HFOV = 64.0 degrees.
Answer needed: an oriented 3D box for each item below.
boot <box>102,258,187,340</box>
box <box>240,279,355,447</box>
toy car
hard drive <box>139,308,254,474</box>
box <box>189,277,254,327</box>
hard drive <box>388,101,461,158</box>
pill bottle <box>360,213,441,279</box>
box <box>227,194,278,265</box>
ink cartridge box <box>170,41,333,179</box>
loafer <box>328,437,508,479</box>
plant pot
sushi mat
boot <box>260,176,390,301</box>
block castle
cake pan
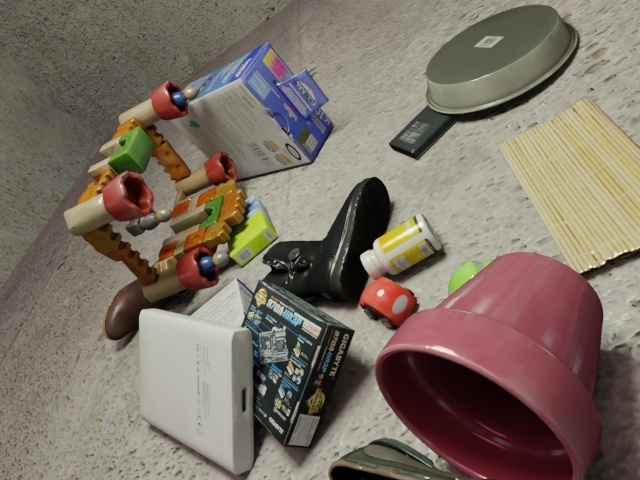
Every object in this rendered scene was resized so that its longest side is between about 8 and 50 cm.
[{"bbox_3d":[-0.392,0.126,1.205,0.206,0.090,0.248,-9,42,45],"label":"boot"},{"bbox_3d":[-0.058,0.173,0.767,0.220,0.051,0.175,20,90,55],"label":"box"},{"bbox_3d":[0.156,0.087,0.685,0.225,0.053,0.239,-34,33,15],"label":"toy car"},{"bbox_3d":[-0.213,0.228,0.836,0.307,0.040,0.203,0,91,48],"label":"hard drive"},{"bbox_3d":[-0.169,0.161,0.937,0.126,0.072,0.137,-39,33,8],"label":"box"},{"bbox_3d":[0.209,-0.224,1.017,0.135,0.022,0.094,-45,32,-2],"label":"hard drive"},{"bbox_3d":[0.123,0.013,0.795,0.116,0.065,0.065,-32,34,16],"label":"pill bottle"},{"bbox_3d":[-0.167,-0.027,1.182,0.109,0.042,0.178,-39,32,6],"label":"box"},{"bbox_3d":[-0.162,-0.312,1.295,0.395,0.270,0.151,-4,50,45],"label":"ink cartridge box"},{"bbox_3d":[0.113,0.262,0.477,0.267,0.084,0.096,0,83,52],"label":"loafer"},{"bbox_3d":[0.184,0.116,0.511,0.201,0.201,0.180,1,37,48],"label":"plant pot"},{"bbox_3d":[0.359,-0.088,0.699,0.151,0.019,0.317,-30,34,21],"label":"sushi mat"},{"bbox_3d":[0.000,0.000,0.917,0.207,0.094,0.247,-4,55,40],"label":"boot"},{"bbox_3d":[-0.317,-0.117,1.121,0.212,0.303,0.453,-22,38,17],"label":"block castle"},{"bbox_3d":[0.330,-0.356,0.986,0.293,0.054,0.293,-25,34,18],"label":"cake pan"}]
